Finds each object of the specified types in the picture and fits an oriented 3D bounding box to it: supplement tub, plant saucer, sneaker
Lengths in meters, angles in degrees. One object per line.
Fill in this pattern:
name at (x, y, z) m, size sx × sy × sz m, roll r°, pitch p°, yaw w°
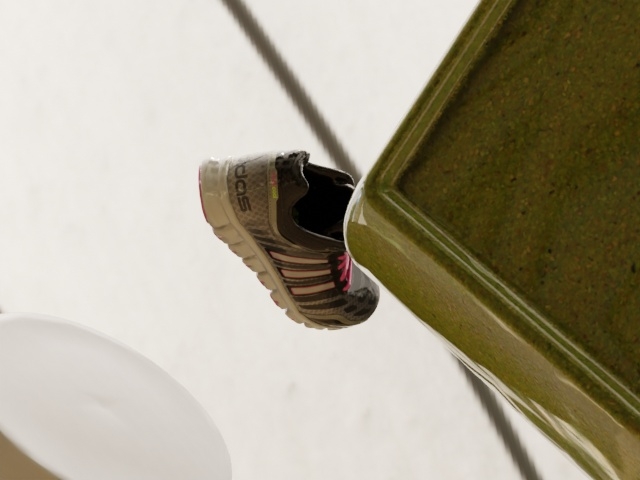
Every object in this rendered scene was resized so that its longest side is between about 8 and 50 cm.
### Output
supplement tub at (-0.219, 0.227, 1.019) m, size 0.228 × 0.228 × 0.316 m, roll 10°, pitch -60°, yaw -48°
plant saucer at (0.096, -0.029, 0.438) m, size 0.045 × 0.188 × 0.188 m, roll 18°, pitch -71°, yaw -48°
sneaker at (0.000, 0.000, 0.918) m, size 0.074 × 0.063 × 0.170 m, roll -14°, pitch -39°, yaw 28°
